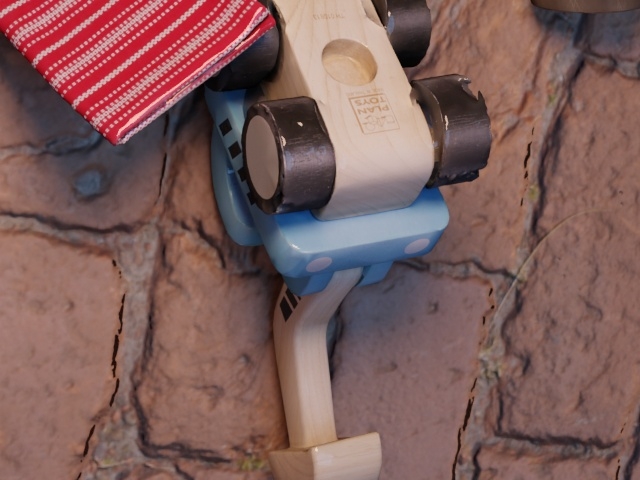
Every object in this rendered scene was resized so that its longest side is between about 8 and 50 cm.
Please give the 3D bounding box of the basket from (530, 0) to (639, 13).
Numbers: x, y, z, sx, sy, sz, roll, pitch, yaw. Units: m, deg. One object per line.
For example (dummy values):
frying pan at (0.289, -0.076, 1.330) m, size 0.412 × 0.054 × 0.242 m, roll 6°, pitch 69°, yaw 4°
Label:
basket at (0.290, -0.364, 1.974) m, size 0.204 × 0.154 × 0.227 m, roll -10°, pitch 110°, yaw -23°

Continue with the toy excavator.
toy excavator at (0.000, 0.000, 1.884) m, size 0.222 × 0.445 × 0.433 m, roll -11°, pitch 63°, yaw -23°

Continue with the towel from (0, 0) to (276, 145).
towel at (-0.201, -0.234, 1.719) m, size 0.199 × 0.275 × 0.031 m, roll -40°, pitch 159°, yaw -13°
